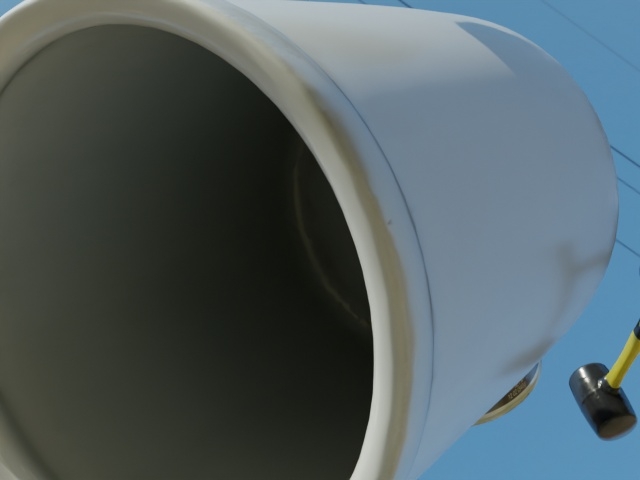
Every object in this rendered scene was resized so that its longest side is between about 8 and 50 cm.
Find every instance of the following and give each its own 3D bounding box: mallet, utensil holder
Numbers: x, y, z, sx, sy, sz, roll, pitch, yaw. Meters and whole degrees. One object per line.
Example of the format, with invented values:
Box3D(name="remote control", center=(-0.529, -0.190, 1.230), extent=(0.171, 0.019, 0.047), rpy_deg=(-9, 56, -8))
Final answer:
Box3D(name="mallet", center=(0.252, 0.086, 0.741), extent=(0.039, 0.062, 0.189), rpy_deg=(-1, -41, -18))
Box3D(name="utensil holder", center=(0.000, 0.000, 0.633), extent=(0.328, 0.385, 0.327), rpy_deg=(9, -74, 32))

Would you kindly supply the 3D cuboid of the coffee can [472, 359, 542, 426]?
Box3D(name="coffee can", center=(0.145, 0.062, 1.164), extent=(0.202, 0.201, 0.275), rpy_deg=(-21, -61, 2))
